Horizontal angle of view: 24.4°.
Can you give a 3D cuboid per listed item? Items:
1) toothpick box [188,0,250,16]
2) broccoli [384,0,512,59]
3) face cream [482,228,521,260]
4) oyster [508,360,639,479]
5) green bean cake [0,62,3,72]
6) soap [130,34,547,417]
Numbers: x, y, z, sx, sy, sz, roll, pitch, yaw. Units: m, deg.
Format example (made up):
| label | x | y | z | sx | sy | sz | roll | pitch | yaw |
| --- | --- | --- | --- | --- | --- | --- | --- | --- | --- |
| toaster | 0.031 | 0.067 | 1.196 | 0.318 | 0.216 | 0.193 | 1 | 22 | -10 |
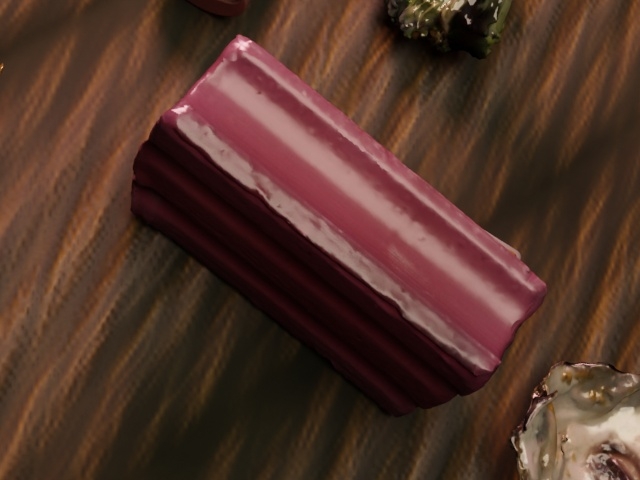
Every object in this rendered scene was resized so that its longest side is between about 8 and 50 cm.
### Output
| label | x | y | z | sx | sy | sz | roll | pitch | yaw |
| --- | --- | --- | --- | --- | --- | --- | --- | --- | --- |
| toothpick box | -0.082 | -0.309 | 1.461 | 0.098 | 0.098 | 0.149 | 31 | 69 | -9 |
| broccoli | 0.176 | -0.314 | 1.444 | 0.145 | 0.304 | 0.165 | 32 | 53 | -9 |
| face cream | 0.164 | 0.010 | 1.512 | 0.083 | 0.021 | 0.040 | 31 | 69 | -9 |
| oyster | 0.273 | 0.227 | 1.467 | 0.223 | 0.083 | 0.214 | 3 | 80 | -24 |
| green bean cake | -0.424 | -0.177 | 1.299 | 0.224 | 0.131 | 0.229 | -39 | 89 | -24 |
| soap | 0.000 | 0.000 | 1.346 | 0.359 | 0.233 | 0.128 | 39 | 67 | -6 |
